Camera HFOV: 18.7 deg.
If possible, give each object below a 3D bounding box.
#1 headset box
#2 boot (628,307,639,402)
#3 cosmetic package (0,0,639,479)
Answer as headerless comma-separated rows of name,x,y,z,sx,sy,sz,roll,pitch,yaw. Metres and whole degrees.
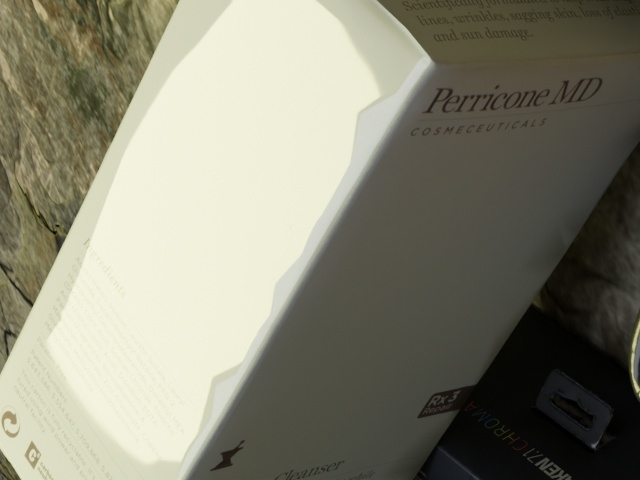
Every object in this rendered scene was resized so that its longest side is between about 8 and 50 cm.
headset box,0.155,0.206,1.182,0.246,0.131,0.283,36,145,48
boot,0.223,-0.008,0.691,0.244,0.176,0.088,-50,51,39
cosmetic package,0.000,0.000,1.020,0.156,0.217,0.385,52,131,27
